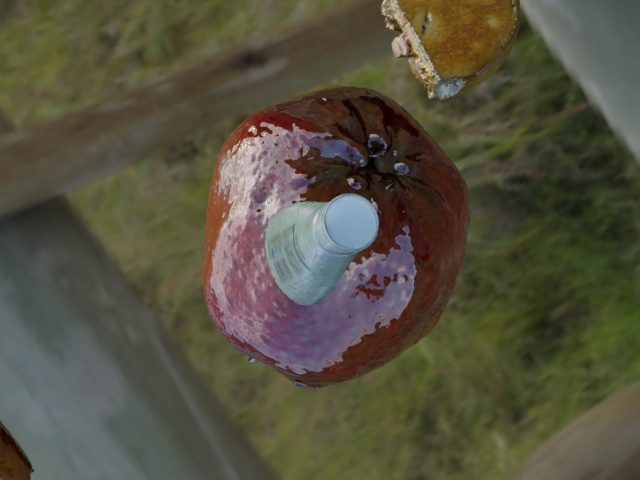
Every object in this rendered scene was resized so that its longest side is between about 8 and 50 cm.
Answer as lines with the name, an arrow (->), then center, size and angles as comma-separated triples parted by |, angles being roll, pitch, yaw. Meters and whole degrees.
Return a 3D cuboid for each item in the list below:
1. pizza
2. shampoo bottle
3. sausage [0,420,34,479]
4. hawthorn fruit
pizza -> 0.117, -0.202, 1.794 | 0.134, 0.175, 0.046 | 33, 144, 11
shampoo bottle -> 0.000, 0.000, 1.280 | 0.190, 0.041, 0.069 | 144, 113, -76
sausage -> -0.283, 0.066, 1.370 | 0.076, 0.103, 0.302 | -11, 102, 34
hawthorn fruit -> -0.008, 0.015, 1.782 | 0.254, 0.254, 0.300 | 51, 132, 12
